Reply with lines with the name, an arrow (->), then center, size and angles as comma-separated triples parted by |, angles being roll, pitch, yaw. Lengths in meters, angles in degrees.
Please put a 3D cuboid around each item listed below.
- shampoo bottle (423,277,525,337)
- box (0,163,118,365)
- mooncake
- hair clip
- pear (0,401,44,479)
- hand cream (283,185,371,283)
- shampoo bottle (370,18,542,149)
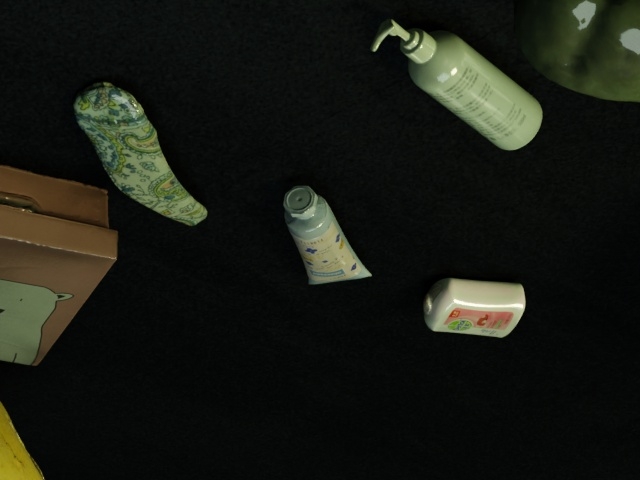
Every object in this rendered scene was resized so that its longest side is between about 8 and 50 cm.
shampoo bottle -> 0.152, 0.068, 1.906 | 0.099, 0.043, 0.072 | 5, 146, -18
box -> -0.324, 0.016, 1.708 | 0.215, 0.086, 0.215 | 12, 143, -25
mooncake -> 0.236, -0.192, 1.450 | 0.175, 0.168, 0.104 | -26, 147, -31
hair clip -> -0.154, -0.065, 1.655 | 0.066, 0.036, 0.229 | -9, 148, 17
pear -> -0.443, 0.255, 1.835 | 0.348, 0.348, 0.348 | -4, 148, -3
hand cream -> 0.000, 0.000, 1.779 | 0.065, 0.043, 0.170 | -7, 153, 12
shampoo bottle -> 0.114, -0.139, 1.564 | 0.056, 0.056, 0.195 | -26, 143, 28
